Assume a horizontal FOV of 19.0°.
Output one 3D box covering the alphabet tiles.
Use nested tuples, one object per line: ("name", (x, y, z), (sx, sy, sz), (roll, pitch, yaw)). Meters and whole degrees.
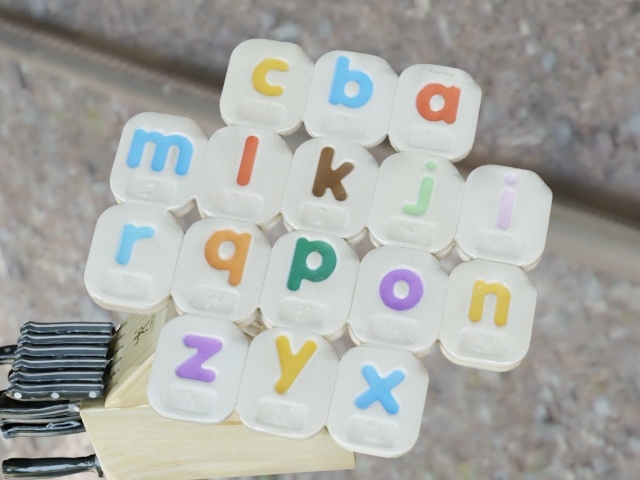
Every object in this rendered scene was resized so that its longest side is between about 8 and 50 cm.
("alphabet tiles", (0.000, 0.000, 1.224), (0.021, 0.284, 0.278), (89, -169, -63))

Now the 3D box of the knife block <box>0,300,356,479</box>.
("knife block", (-0.138, 0.150, 1.592), (0.242, 0.276, 0.088), (-44, 27, 36))
